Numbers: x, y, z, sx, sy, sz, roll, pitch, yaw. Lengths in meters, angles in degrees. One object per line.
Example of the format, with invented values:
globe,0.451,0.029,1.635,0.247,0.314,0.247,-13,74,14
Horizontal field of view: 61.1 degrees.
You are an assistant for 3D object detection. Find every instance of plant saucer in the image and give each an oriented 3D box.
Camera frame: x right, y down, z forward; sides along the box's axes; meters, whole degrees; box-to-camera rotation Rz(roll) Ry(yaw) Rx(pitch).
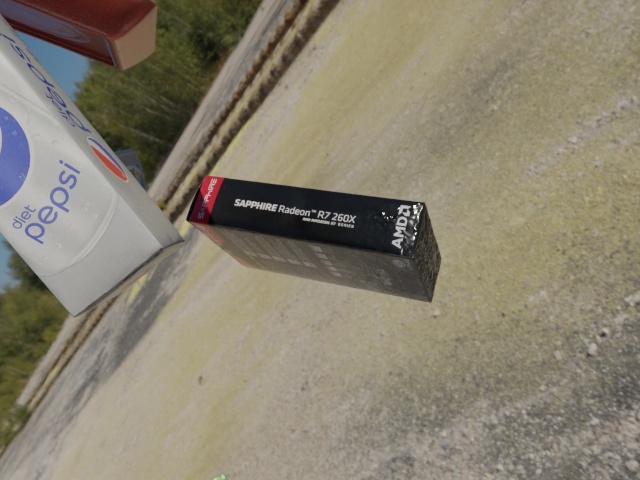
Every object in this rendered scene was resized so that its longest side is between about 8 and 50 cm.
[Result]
plant saucer,-0.310,-0.254,0.577,0.259,0.259,0.047,-152,80,-70

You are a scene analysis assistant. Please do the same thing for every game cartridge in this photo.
game cartridge,-0.274,-0.085,0.768,0.017,0.083,0.056,1,18,24

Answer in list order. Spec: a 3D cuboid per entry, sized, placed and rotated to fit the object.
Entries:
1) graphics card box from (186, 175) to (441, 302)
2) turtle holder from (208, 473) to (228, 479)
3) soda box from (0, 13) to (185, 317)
graphics card box,0.000,0.000,0.895,0.371,0.233,0.094,10,71,23
turtle holder,-0.213,0.411,0.577,0.320,0.228,0.243,-30,72,43
soda box,-0.243,-0.080,0.444,0.091,0.286,0.098,-38,6,0
